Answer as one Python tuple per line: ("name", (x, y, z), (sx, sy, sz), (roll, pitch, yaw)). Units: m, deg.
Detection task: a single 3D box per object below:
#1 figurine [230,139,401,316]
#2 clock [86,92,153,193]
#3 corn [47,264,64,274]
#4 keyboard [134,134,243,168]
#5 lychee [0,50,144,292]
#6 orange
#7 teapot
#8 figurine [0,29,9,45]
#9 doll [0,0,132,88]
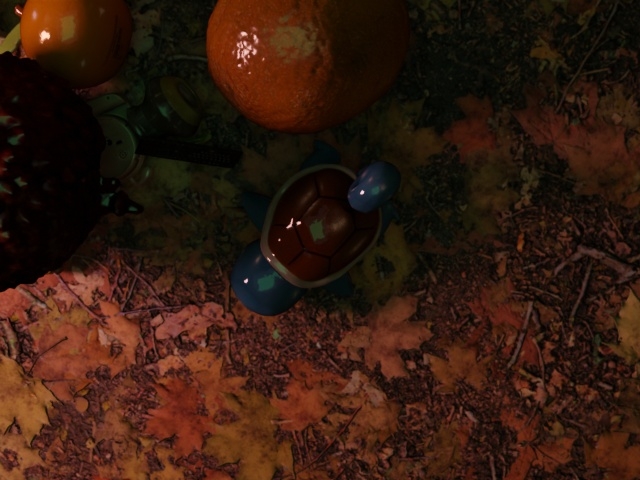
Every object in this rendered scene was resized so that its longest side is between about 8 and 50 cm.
("figurine", (0.010, -0.024, 1.713), (0.298, 0.243, 0.416), (41, 117, -15))
("clock", (-0.413, -0.179, 1.742), (0.151, 0.062, 0.191), (-24, 99, 3))
("corn", (-0.581, -0.012, 1.764), (0.068, 0.068, 0.207), (-41, 97, 6))
("keyboard", (-0.250, -0.167, 1.717), (0.198, 0.063, 0.010), (7, 60, -23))
("lychee", (-0.551, -0.114, 1.536), (0.500, 0.424, 0.424), (16, 99, -18))
("orange", (-0.018, -0.354, 1.591), (0.357, 0.322, 0.322), (-29, 99, -19))
("teapot", (-0.283, -0.233, 1.714), (0.119, 0.130, 0.166), (-32, 130, 19))
("figurine", (-0.630, -0.379, 1.720), (0.083, 0.047, 0.050), (21, 109, 1))
("doll", (-0.475, -0.392, 1.647), (0.236, 0.213, 0.213), (17, 99, 11))
